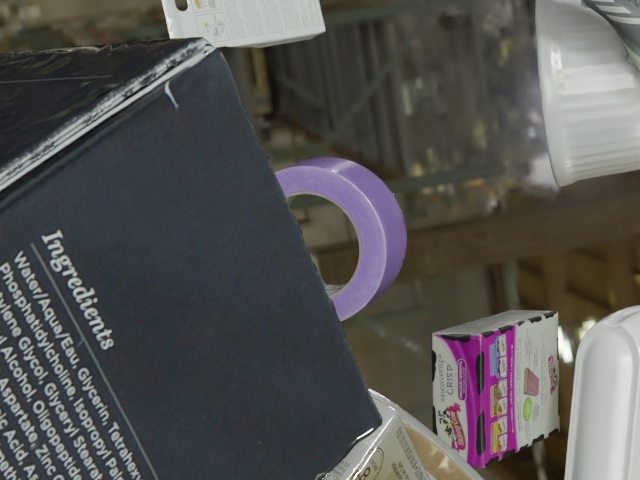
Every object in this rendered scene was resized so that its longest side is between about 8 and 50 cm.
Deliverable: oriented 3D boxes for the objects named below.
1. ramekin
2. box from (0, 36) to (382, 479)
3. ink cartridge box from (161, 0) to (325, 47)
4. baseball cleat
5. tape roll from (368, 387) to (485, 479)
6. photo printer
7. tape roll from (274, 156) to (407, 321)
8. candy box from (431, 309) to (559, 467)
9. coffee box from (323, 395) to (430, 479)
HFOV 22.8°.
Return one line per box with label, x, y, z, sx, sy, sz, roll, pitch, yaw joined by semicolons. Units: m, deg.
ramekin;0.372;-0.215;2.140;0.277;0.135;0.277;-5;90;-76
box;-0.314;0.113;0.985;0.480;0.472;0.297;4;-53;47
ink cartridge box;-0.121;-0.353;2.160;0.066;0.232;0.189;-16;-92;67
baseball cleat;0.385;-0.294;1.946;0.206;0.072;0.109;49;-45;-9
tape roll;0.060;0.275;1.506;0.246;0.169;0.246;40;8;-7
photo printer;0.408;0.235;1.994;0.107;0.256;0.307;6;-89;39
tape roll;0.000;0.000;1.858;0.080;0.189;0.189;-30;113;-67
candy box;0.216;0.176;1.938;0.233;0.071;0.159;-8;98;-58
coffee box;-0.056;0.246;1.123;0.119;0.297;0.168;28;-20;29
